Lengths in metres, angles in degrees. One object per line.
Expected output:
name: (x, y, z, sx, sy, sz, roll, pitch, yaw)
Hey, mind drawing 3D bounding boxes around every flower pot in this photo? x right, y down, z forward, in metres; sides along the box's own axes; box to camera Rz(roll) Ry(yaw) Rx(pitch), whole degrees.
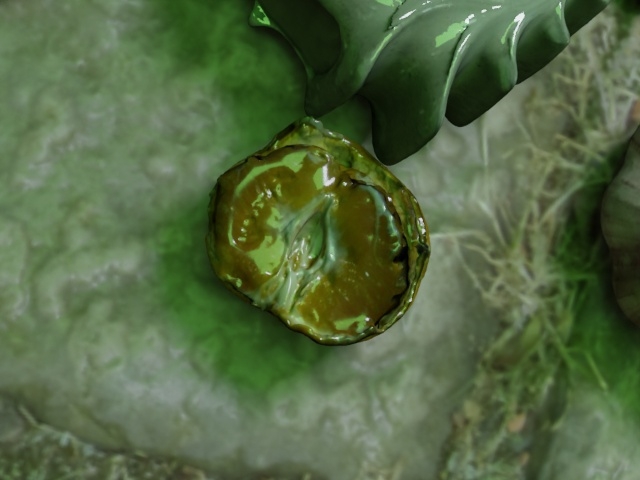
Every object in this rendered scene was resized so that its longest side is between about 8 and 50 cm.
flower pot: (0.032, -0.257, 1.153, 0.254, 0.164, 0.367, -39, 92, -20)

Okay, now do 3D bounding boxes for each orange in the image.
orange: (0.000, 0.000, 1.140, 0.160, 0.112, 0.169, -8, 74, 7)

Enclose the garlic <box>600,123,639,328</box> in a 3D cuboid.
garlic: (0.309, -0.008, 1.138, 0.245, 0.253, 0.245, -1, 88, 26)
